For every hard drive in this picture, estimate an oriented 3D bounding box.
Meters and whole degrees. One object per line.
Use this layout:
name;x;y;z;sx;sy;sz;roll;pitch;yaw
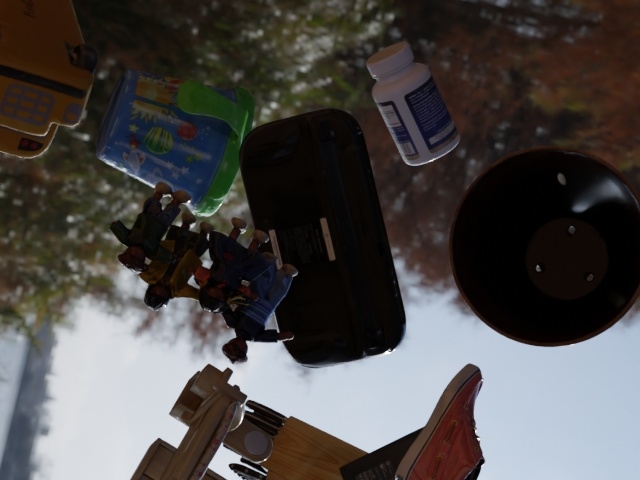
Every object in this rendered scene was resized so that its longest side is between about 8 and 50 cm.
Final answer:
hard drive;0.102;0.313;1.658;0.022;0.135;0.094;39;26;-62

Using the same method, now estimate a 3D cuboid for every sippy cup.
sippy cup;-0.260;-0.185;2.190;0.305;0.224;0.240;-59;-158;31

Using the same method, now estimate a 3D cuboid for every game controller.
game controller;0.000;0.000;1.582;0.067;0.166;0.319;-17;94;-65

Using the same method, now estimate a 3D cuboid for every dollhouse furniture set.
dollhouse furniture set;-0.100;0.273;1.501;0.303;0.174;0.355;-61;-171;-32

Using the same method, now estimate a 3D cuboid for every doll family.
doll family;-0.107;0.036;1.168;0.076;0.193;0.111;113;2;-57

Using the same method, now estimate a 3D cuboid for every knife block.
knife block;-0.016;0.336;2.024;0.088;0.276;0.242;50;21;-48

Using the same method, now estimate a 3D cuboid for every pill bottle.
pill bottle;0.134;-0.206;1.887;0.169;0.094;0.094;62;2;-20

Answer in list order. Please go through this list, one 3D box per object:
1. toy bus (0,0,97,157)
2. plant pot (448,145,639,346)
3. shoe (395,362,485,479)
toy bus;-0.299;-0.186;1.197;0.130;0.108;0.332;-62;-151;22
plant pot;0.274;0.016;1.451;0.230;0.215;0.215;18;86;-73
shoe;0.167;0.234;1.504;0.178;0.081;0.063;-54;155;-24
